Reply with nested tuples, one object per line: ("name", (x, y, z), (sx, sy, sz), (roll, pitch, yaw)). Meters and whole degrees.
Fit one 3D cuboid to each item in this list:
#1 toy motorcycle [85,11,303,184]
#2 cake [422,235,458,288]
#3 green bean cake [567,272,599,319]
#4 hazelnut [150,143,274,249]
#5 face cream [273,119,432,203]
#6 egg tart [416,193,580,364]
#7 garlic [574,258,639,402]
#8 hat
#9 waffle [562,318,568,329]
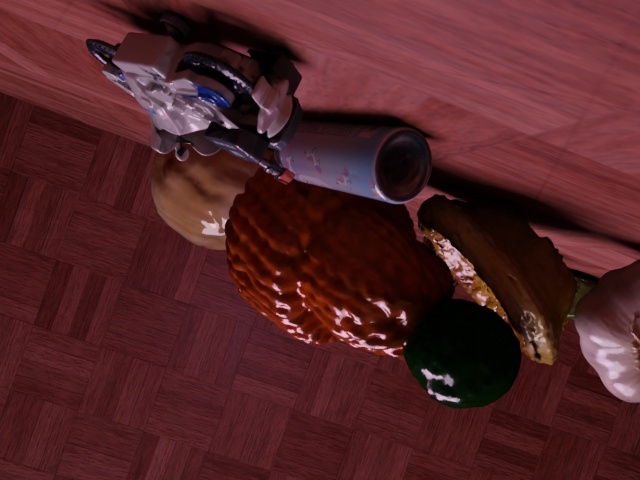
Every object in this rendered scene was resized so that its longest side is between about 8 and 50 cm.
("toy motorcycle", (-0.102, -0.123, 0.543), (0.221, 0.102, 0.150), (20, 168, 40))
("cake", (0.217, 0.055, 1.265), (0.135, 0.246, 0.112), (40, -171, 21))
("green bean cake", (0.607, 0.133, 1.536), (0.200, 0.113, 0.214), (16, -177, -34))
("hazelnut", (-0.182, -0.106, 1.154), (0.261, 0.241, 0.261), (2, 157, 1))
("face cream", (0.018, -0.092, 0.675), (0.075, 0.075, 0.229), (19, -179, -34))
("egg tart", (0.248, 0.033, 0.853), (0.290, 0.115, 0.290), (51, -178, -2))
("garlic", (0.439, 0.096, 0.844), (0.199, 0.199, 0.226), (20, -154, 6))
("hat", (0.050, 0.070, 0.814), (0.285, 0.285, 0.400), (19, -158, -43))
("waffle", (0.549, 0.135, 1.846), (0.382, 0.095, 0.379), (24, -164, -37))
